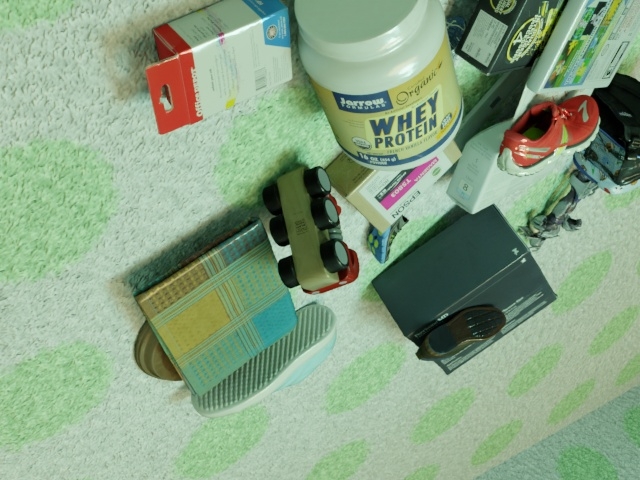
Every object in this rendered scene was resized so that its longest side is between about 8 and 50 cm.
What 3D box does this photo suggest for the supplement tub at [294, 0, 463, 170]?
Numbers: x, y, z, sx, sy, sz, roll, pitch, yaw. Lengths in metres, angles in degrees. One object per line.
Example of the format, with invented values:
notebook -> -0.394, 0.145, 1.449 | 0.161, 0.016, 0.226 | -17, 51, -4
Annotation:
supplement tub -> 0.095, -0.280, 1.389 | 0.228, 0.228, 0.316 | -38, 147, -5

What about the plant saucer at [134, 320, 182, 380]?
plant saucer -> -0.237, 0.184, 1.755 | 0.277, 0.041, 0.278 | -28, 145, -21

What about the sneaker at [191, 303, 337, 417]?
sneaker -> -0.107, 0.294, 1.926 | 0.365, 0.135, 0.150 | -30, 142, -17

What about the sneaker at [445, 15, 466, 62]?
sneaker -> 0.230, -0.350, 1.620 | 0.058, 0.052, 0.135 | -19, 142, -58

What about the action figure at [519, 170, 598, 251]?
action figure -> 0.632, -0.075, 2.299 | 0.185, 0.099, 0.285 | -13, 142, -50

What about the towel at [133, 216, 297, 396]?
towel -> -0.185, 0.133, 1.679 | 0.271, 0.040, 0.370 | -34, 145, -13

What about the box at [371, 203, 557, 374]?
box -> 0.351, 0.119, 2.106 | 0.343, 0.179, 0.312 | -36, 146, 7

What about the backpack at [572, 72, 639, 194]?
backpack -> 0.687, -0.251, 2.002 | 0.276, 0.263, 0.213 | -18, 146, -27

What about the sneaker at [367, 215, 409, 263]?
sneaker -> 0.151, -0.023, 1.888 | 0.078, 0.067, 0.188 | -14, 135, -27

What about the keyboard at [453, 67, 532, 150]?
keyboard -> 0.362, -0.295, 1.848 | 0.256, 0.014, 0.072 | -49, 151, 11

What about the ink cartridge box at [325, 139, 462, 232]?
ink cartridge box -> 0.144, -0.150, 1.719 | 0.235, 0.088, 0.193 | -46, 146, 5

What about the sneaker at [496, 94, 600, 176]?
sneaker -> 0.459, -0.226, 1.726 | 0.279, 0.107, 0.118 | -34, 141, -28

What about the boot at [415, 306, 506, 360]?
boot -> 0.313, 0.213, 1.996 | 0.219, 0.082, 0.106 | -16, 164, -25

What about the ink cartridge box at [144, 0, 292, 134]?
ink cartridge box -> -0.159, -0.262, 1.286 | 0.231, 0.078, 0.134 | -28, 144, -21

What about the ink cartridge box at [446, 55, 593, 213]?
ink cartridge box -> 0.442, -0.265, 1.852 | 0.308, 0.091, 0.385 | -25, 144, -37

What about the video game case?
video game case -> 0.545, -0.435, 1.660 | 0.299, 0.036, 0.329 | -14, 136, -46

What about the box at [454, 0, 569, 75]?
box -> 0.428, -0.498, 1.565 | 0.318, 0.097, 0.395 | -22, 144, -48

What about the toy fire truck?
toy fire truck -> 0.000, 0.000, 1.648 | 0.158, 0.217, 0.246 | -22, 160, 23
